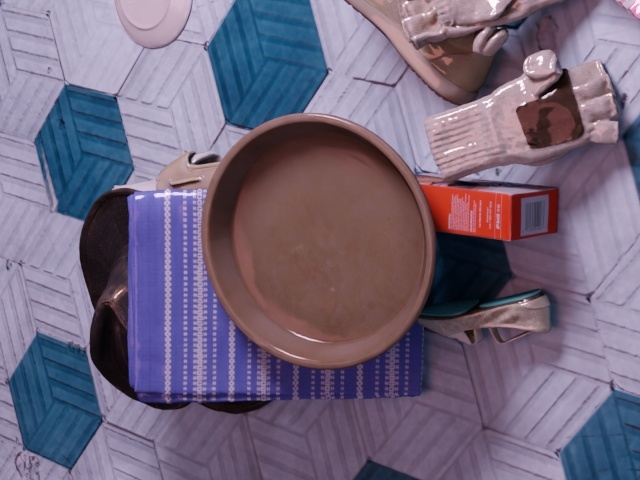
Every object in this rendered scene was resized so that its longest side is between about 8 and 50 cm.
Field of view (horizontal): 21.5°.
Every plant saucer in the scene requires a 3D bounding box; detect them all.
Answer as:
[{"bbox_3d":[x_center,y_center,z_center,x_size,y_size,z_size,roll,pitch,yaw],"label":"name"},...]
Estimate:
[{"bbox_3d":[0.000,0.000,1.807,0.278,0.041,0.277,5,101,25],"label":"plant saucer"}]

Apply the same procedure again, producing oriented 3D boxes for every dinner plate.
[{"bbox_3d":[-0.216,-0.312,2.118,0.141,0.017,0.141,6,99,41],"label":"dinner plate"}]

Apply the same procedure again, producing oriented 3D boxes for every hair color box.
[{"bbox_3d":[0.157,-0.037,1.791,0.167,0.093,0.053,7,101,39],"label":"hair color box"}]

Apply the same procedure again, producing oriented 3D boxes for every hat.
[{"bbox_3d":[-0.201,0.104,2.010,0.331,0.134,0.331,23,135,26],"label":"hat"}]

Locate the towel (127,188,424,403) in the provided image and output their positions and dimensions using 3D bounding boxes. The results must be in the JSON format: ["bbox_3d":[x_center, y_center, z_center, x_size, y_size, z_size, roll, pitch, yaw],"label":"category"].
[{"bbox_3d":[-0.051,0.062,1.901,0.336,0.040,0.243,0,96,1],"label":"towel"}]

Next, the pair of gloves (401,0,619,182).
[{"bbox_3d":[0.191,-0.192,1.724,0.204,0.042,0.240,-11,91,13],"label":"pair of gloves"}]

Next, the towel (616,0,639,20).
[{"bbox_3d":[0.286,-0.325,1.651,0.197,0.029,0.144,41,116,12],"label":"towel"}]

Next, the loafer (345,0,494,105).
[{"bbox_3d":[0.093,-0.263,1.816,0.092,0.102,0.268,-46,80,17],"label":"loafer"}]

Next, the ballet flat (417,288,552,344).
[{"bbox_3d":[0.174,0.089,1.820,0.168,0.057,0.052,-10,99,41],"label":"ballet flat"}]

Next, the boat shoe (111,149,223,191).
[{"bbox_3d":[-0.139,-0.056,2.036,0.302,0.113,0.103,5,87,38],"label":"boat shoe"}]
